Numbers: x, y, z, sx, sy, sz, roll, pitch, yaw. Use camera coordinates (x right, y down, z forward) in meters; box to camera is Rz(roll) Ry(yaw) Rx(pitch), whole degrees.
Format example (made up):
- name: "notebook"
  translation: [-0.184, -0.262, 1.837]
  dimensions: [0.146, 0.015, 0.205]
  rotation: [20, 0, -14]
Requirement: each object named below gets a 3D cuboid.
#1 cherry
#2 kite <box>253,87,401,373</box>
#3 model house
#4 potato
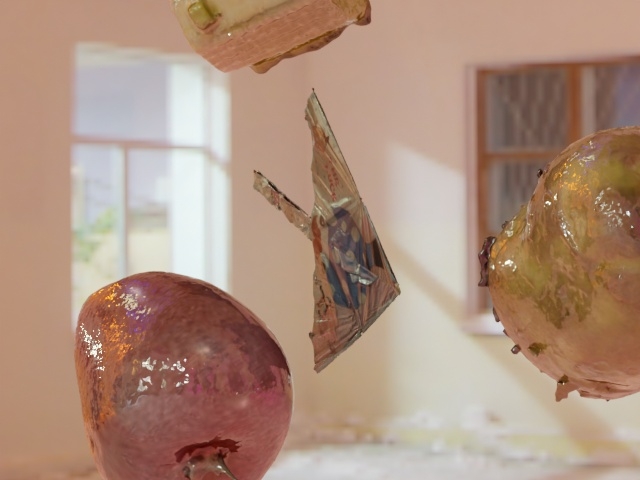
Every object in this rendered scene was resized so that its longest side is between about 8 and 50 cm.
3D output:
- name: "cherry"
  translation: [-0.154, 0.160, 1.950]
  dimensions: [0.221, 0.261, 0.307]
  rotation: [-12, 46, -37]
- name: "kite"
  translation: [0.000, 0.000, 1.939]
  dimensions: [0.011, 0.335, 0.314]
  rotation: [-13, 28, -27]
- name: "model house"
  translation: [-0.065, -0.302, 2.289]
  dimensions: [0.193, 0.174, 0.234]
  rotation: [-21, 9, 18]
- name: "potato"
  translation: [0.331, 0.028, 1.865]
  dimensions: [0.289, 0.301, 0.237]
  rotation: [43, -7, -14]
